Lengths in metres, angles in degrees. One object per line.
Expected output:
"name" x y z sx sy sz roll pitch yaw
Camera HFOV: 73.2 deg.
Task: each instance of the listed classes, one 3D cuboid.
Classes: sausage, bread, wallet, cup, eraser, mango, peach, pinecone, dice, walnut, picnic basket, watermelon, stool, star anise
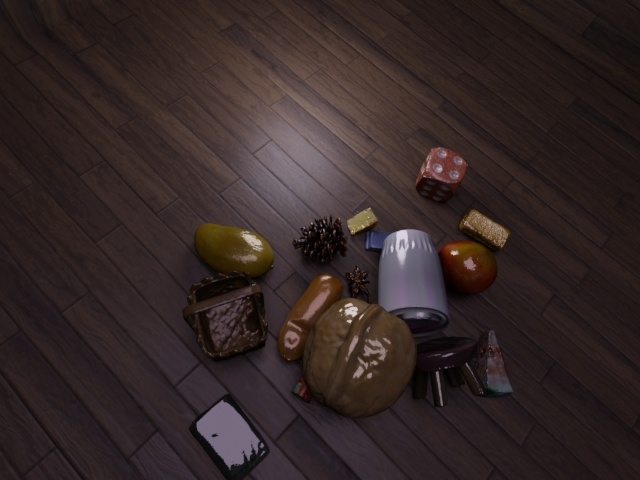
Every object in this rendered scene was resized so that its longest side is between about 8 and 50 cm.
"sausage" -0.046 0.284 1.591 0.134 0.116 0.354 38 69 -6
"bread" 0.709 -0.043 1.860 0.210 0.083 0.114 33 71 7
"sausage" -0.001 0.450 1.542 0.083 0.083 0.264 34 65 7
"wallet" -0.300 0.657 1.426 0.168 0.052 0.245 -37 80 -21
"cup" 0.340 0.164 1.618 0.253 0.253 0.372 8 54 -5
"eraser" 0.298 0.011 1.801 0.224 0.036 0.082 7 65 -5
"bread" 0.168 -0.081 1.800 0.109 0.080 0.084 -17 67 -17
"mango" -0.336 0.046 1.646 0.331 0.142 0.195 12 61 6
"peach" 0.575 0.104 1.704 0.230 0.231 0.231 3 66 -7
"pinecone" 0.000 0.002 1.690 0.212 0.169 0.186 -24 28 -3
"dice" 0.528 -0.284 1.890 0.173 0.175 0.179 22 64 1
"walnut" 0.120 0.377 1.388 0.380 0.381 0.382 3 66 -7
"picnic basket" -0.313 0.244 1.461 0.254 0.321 0.292 -16 67 -11
"watermelon" 0.659 0.466 1.635 0.153 0.094 0.241 8 63 -13
"stool" 0.433 0.454 1.519 0.271 0.272 0.179 -12 84 -13
"star anise" 0.160 0.192 1.690 0.097 0.070 0.191 -16 69 14
